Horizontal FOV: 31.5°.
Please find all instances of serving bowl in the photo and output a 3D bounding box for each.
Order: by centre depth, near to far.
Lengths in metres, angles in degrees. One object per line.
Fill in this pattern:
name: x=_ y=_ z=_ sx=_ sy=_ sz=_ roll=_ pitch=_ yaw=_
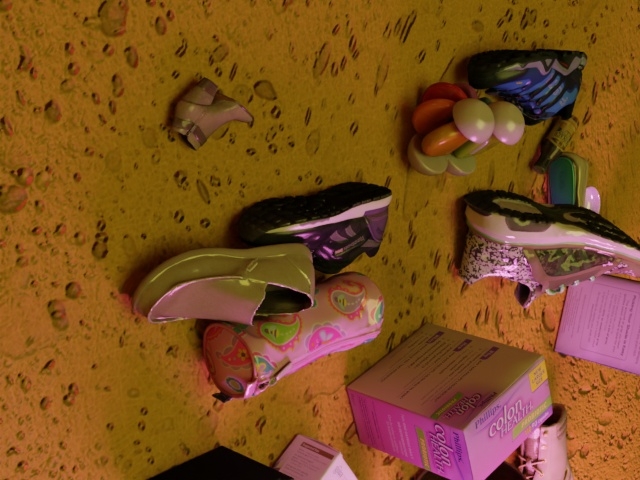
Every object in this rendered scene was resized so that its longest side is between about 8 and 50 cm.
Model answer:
serving bowl: x=0.508 y=-0.065 z=2.196 sx=0.083 sy=0.027 sz=0.083 roll=-13 pitch=109 yaw=-43

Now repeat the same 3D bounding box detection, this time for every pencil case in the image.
pencil case: x=-0.035 y=0.136 z=1.630 sx=0.284 sy=0.124 sz=0.124 roll=-21 pitch=114 yaw=-42

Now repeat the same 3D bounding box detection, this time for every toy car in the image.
toy car: x=0.221 y=-0.190 z=1.816 sx=0.182 sy=0.159 sz=0.136 roll=-3 pitch=65 yaw=-44

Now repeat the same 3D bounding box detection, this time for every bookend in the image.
bookend: x=-0.142 y=0.361 z=1.552 sx=0.156 sy=0.157 sz=0.072 roll=-18 pitch=112 yaw=-42

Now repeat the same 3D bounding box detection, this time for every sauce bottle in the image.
sauce bottle: x=0.432 y=-0.176 z=2.083 sx=0.128 sy=0.042 sz=0.042 roll=-58 pitch=133 yaw=-20

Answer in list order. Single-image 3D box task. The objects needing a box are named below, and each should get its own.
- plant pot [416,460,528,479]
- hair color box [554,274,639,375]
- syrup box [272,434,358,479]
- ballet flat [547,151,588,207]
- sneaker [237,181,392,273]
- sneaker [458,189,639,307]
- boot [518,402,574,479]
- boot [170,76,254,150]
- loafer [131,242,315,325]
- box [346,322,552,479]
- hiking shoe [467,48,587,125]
plant pot: x=0.269 y=0.531 z=1.996 sx=0.215 sy=0.215 sz=0.230 roll=-39 pitch=140 yaw=-32
hair color box: x=0.631 y=0.170 z=2.147 sx=0.105 sy=0.347 sz=0.174 roll=9 pitch=93 yaw=-46
syrup box: x=-0.051 y=0.418 z=1.701 sx=0.237 sy=0.096 sz=0.093 roll=-51 pitch=132 yaw=-25
ballet flat: x=0.464 y=-0.042 z=2.126 sx=0.086 sy=0.086 sz=0.248 roll=-3 pitch=101 yaw=-45
sneaker: x=0.000 y=0.000 z=1.651 sx=0.283 sy=0.107 sz=0.124 roll=-13 pitch=115 yaw=-43
sneaker: x=0.410 y=0.034 z=2.013 sx=0.410 sy=0.158 sz=0.182 roll=13 pitch=113 yaw=-20
boot: x=0.398 y=0.444 z=2.159 sx=0.262 sy=0.095 sz=0.203 roll=-27 pitch=118 yaw=-40
boot: x=-0.148 y=-0.158 z=1.510 sx=0.118 sy=0.042 sz=0.087 roll=36 pitch=80 yaw=-43
loafer: x=-0.117 y=0.066 z=1.507 sx=0.268 sy=0.092 sz=0.102 roll=-11 pitch=145 yaw=-27
box: x=0.207 y=0.257 z=1.818 sx=0.213 sy=0.243 sz=0.117 roll=-34 pitch=122 yaw=-36
hiking shoe: x=0.362 y=-0.260 z=1.941 sx=0.304 sy=0.113 sz=0.132 roll=-10 pitch=106 yaw=-44
